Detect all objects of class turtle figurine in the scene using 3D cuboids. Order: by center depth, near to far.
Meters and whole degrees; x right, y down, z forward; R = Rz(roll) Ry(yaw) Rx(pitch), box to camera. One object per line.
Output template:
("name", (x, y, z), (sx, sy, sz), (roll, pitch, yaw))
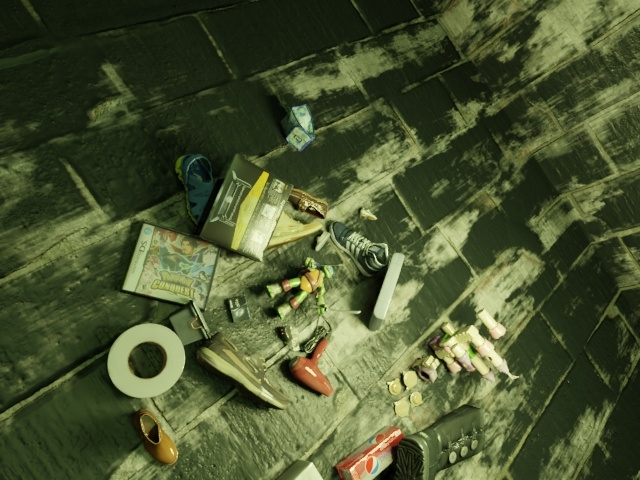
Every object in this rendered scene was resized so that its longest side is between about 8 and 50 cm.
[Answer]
("turtle figurine", (-0.043, 0.173, 1.612), (0.267, 0.197, 0.274), (-27, 45, -16))

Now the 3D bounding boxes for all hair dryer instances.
("hair dryer", (-0.016, 0.424, 1.631), (0.224, 0.080, 0.293), (-7, 77, -31))

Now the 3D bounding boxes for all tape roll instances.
("tape roll", (-0.533, 0.367, 1.373), (0.220, 0.072, 0.218), (9, 69, -25))

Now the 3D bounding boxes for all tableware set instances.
("tableware set", (0.340, 0.611, 1.792), (0.141, 0.020, 0.168), (-14, 86, -26))

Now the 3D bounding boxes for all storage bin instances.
("storage bin", (-0.422, 0.270, 1.442), (0.091, 0.098, 0.135), (-26, 100, -12))

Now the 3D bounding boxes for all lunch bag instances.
("lunch bag", (-0.088, -0.463, 1.867), (0.096, 0.129, 0.151), (-24, 87, -31))

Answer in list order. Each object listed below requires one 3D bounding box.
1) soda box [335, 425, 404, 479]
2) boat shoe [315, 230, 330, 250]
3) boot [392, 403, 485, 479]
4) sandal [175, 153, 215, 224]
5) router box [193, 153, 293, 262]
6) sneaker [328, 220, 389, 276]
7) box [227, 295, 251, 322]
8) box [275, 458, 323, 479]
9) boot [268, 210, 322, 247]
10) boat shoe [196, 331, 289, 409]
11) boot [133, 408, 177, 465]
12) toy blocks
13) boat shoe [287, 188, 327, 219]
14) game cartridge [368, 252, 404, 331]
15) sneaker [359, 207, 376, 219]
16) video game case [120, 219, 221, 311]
("soda box", (0.187, 0.776, 1.611), (0.264, 0.092, 0.083), (-23, 88, -33))
("boat shoe", (0.000, 0.000, 1.816), (0.035, 0.035, 0.100), (29, 62, 14))
("boot", (0.455, 0.848, 1.706), (0.446, 0.146, 0.366), (-1, 105, -46))
("sandal", (-0.416, -0.176, 1.587), (0.126, 0.138, 0.317), (-25, 88, -34))
("router box", (-0.264, -0.109, 1.567), (0.243, 0.081, 0.308), (27, 80, -30))
("sneaker", (0.165, 0.016, 1.825), (0.282, 0.153, 0.099), (50, 57, -5))
("box", (-0.286, 0.242, 1.581), (0.067, 0.018, 0.083), (-9, 78, -31))
("box", (-0.067, 0.838, 1.436), (0.182, 0.119, 0.180), (-33, 90, -33))
("boot", (-0.136, -0.092, 1.732), (0.262, 0.095, 0.203), (-18, 83, -22))
("boat shoe", (-0.235, 0.428, 1.480), (0.355, 0.132, 0.130), (40, 59, -13))
("boot", (-0.471, 0.572, 1.287), (0.073, 0.152, 0.197), (-40, 94, -33))
("toy blocks", (0.599, 0.489, 1.819), (0.260, 0.288, 0.309), (50, 54, 1))
("boat shoe", (-0.062, -0.146, 1.805), (0.207, 0.073, 0.072), (19, 63, -22))
("game cartridge", (0.264, 0.202, 1.793), (0.060, 0.196, 0.294), (21, 62, 5))
("sneaker", (0.213, -0.118, 1.970), (0.083, 0.032, 0.036), (24, 64, -21))
("video game case", (-0.493, 0.087, 1.513), (0.275, 0.035, 0.247), (19, 65, -22))
